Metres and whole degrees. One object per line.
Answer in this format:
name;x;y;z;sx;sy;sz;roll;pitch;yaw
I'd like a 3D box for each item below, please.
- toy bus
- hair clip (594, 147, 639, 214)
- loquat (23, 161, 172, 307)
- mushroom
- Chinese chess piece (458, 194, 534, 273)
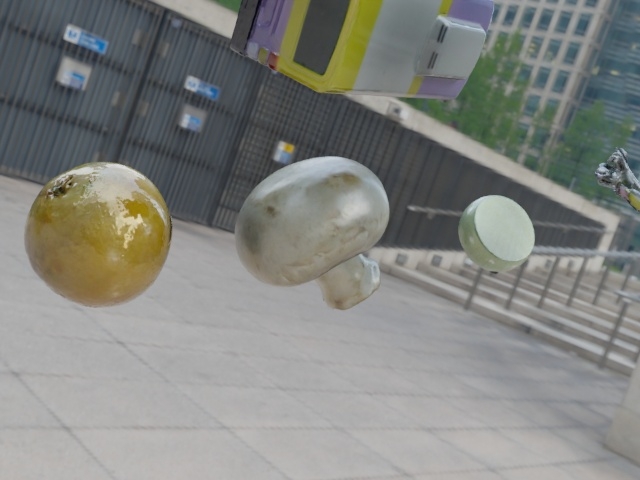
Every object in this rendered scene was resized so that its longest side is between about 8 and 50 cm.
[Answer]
toy bus;0.096;-0.359;1.285;0.249;0.209;0.440;33;25;30
hair clip;0.422;-0.044;0.975;0.172;0.049;0.116;39;20;-4
loquat;-0.388;-0.012;1.390;0.263;0.263;0.263;20;4;-2
mushroom;0.000;0.000;1.441;0.290;0.298;0.297;63;-13;-20
Chinese chess piece;0.323;-0.013;1.429;0.144;0.144;0.058;19;-28;-17
